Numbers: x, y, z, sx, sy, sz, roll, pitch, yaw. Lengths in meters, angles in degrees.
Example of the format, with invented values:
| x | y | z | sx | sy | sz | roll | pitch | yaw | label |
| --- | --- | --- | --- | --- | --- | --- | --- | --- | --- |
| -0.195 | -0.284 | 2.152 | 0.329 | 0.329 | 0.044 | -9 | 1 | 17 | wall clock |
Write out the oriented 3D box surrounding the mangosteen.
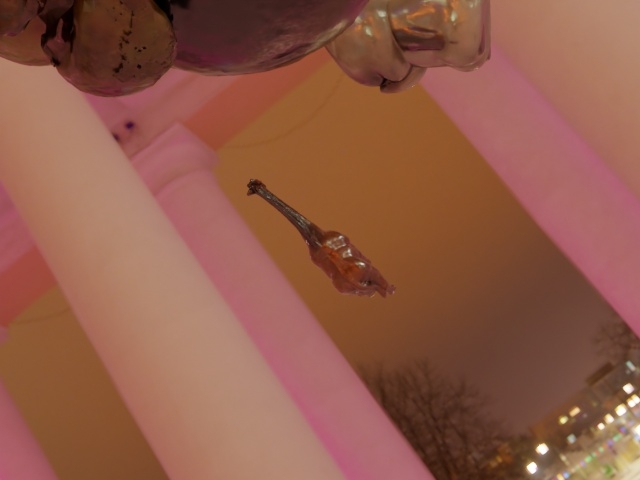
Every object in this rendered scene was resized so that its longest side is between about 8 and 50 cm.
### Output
| x | y | z | sx | sy | sz | roll | pitch | yaw | label |
| --- | --- | --- | --- | --- | --- | --- | --- | --- | --- |
| -0.113 | -0.293 | 0.718 | 0.421 | 0.381 | 0.381 | -58 | -18 | -8 | mangosteen |

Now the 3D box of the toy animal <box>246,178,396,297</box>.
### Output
| x | y | z | sx | sy | sz | roll | pitch | yaw | label |
| --- | --- | --- | --- | --- | --- | --- | --- | --- | --- |
| 0.000 | 0.000 | 1.365 | 0.066 | 0.224 | 0.230 | -49 | -42 | 12 | toy animal |

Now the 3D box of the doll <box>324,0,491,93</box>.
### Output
| x | y | z | sx | sy | sz | roll | pitch | yaw | label |
| --- | --- | --- | --- | --- | --- | --- | --- | --- | --- |
| 0.196 | -0.426 | 1.827 | 0.370 | 0.226 | 0.215 | -17 | 11 | 21 | doll |
